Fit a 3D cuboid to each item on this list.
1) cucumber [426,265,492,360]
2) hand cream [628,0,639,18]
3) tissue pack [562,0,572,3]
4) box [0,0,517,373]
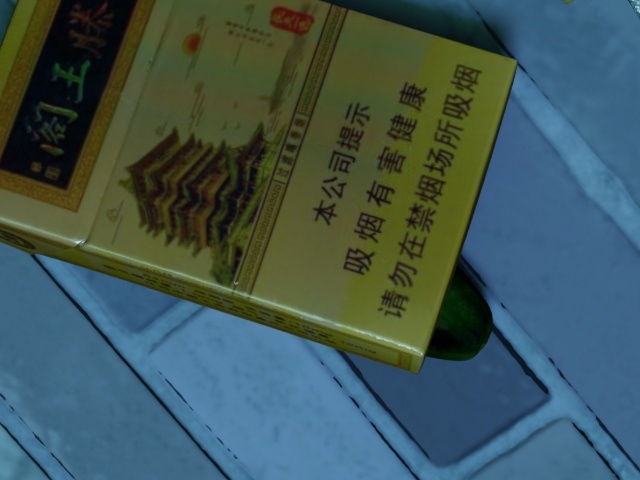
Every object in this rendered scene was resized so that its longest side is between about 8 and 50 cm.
[{"bbox_3d":[0.000,0.000,1.075,0.227,0.069,0.069,31,113,4],"label":"cucumber"},{"bbox_3d":[0.234,-0.149,0.990,0.143,0.039,0.061,-25,109,28],"label":"hand cream"},{"bbox_3d":[0.111,-0.224,0.959,0.169,0.082,0.120,43,111,-5],"label":"tissue pack"},{"bbox_3d":[-0.048,-0.051,1.016,0.274,0.076,0.174,18,77,5],"label":"box"}]
